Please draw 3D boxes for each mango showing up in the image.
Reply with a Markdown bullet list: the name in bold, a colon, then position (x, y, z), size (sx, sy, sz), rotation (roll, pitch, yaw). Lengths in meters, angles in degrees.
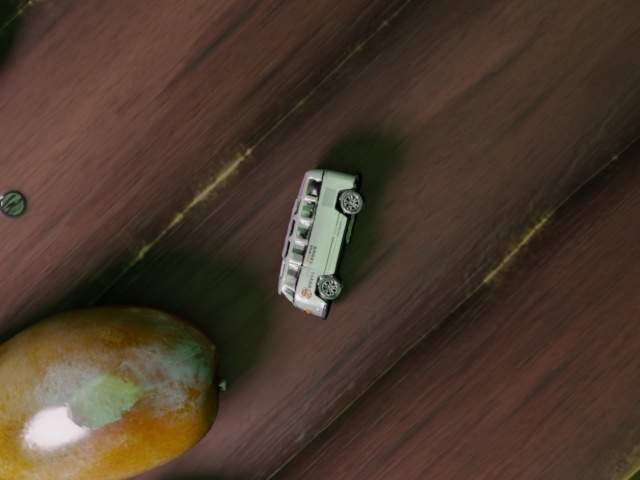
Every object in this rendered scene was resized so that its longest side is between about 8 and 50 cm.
- **mango**: position (-0.305, 0.195, 1.497), size (0.383, 0.199, 0.222), rotation (-7, 101, 8)

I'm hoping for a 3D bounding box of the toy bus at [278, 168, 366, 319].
- **toy bus**: position (0.000, 0.000, 1.547), size (0.089, 0.087, 0.194), rotation (14, 94, 4)
